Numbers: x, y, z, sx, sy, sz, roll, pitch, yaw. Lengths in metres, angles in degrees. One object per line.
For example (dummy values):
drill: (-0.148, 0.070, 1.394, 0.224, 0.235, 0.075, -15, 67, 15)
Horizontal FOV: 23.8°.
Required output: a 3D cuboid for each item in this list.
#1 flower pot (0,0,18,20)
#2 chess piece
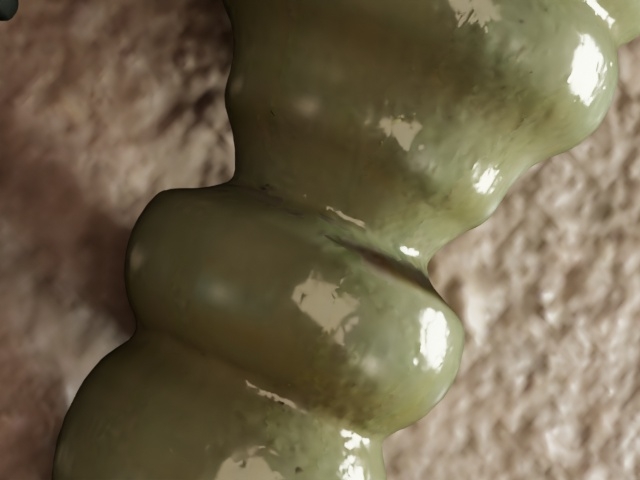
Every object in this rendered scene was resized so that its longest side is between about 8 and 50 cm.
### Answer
flower pot: (-0.166, -0.073, 0.367, 0.157, 0.157, 0.107, 43, 84, -17)
chess piece: (0.000, 0.000, 0.456, 0.133, 0.133, 0.243, 25, 86, -21)
